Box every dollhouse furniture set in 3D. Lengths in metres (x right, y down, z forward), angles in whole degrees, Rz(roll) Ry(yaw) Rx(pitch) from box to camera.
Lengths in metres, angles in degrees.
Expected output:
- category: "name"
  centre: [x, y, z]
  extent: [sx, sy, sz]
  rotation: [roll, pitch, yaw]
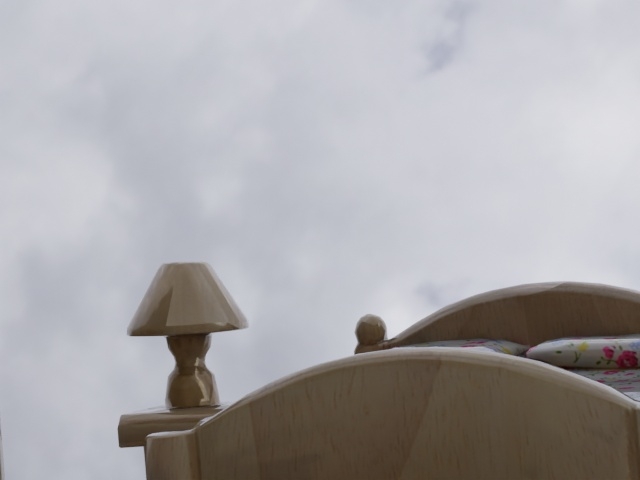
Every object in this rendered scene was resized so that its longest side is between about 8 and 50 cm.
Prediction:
- category: "dollhouse furniture set"
  centre: [0.000, 0.000, 0.483]
  extent: [0.355, 0.303, 0.174]
  rotation: [-5, -91, 17]
